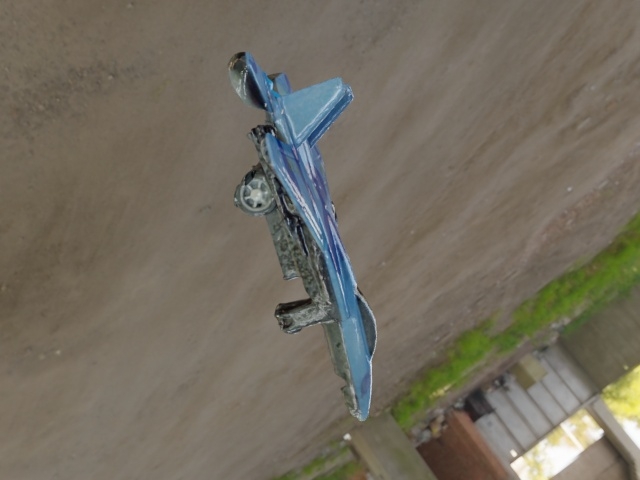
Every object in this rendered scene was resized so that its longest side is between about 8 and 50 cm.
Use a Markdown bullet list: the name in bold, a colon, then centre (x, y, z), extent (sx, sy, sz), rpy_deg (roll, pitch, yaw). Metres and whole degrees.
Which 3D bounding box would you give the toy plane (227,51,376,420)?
- **toy plane**: centre (-0.008, 0.002, 0.520), extent (0.078, 0.247, 0.169), rpy_deg (-6, -175, 10)
